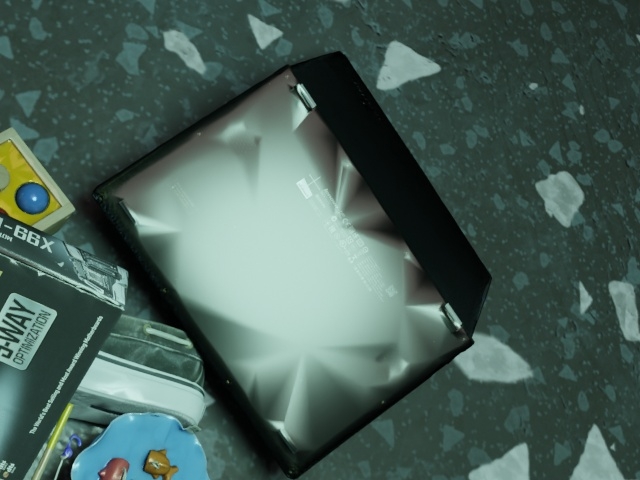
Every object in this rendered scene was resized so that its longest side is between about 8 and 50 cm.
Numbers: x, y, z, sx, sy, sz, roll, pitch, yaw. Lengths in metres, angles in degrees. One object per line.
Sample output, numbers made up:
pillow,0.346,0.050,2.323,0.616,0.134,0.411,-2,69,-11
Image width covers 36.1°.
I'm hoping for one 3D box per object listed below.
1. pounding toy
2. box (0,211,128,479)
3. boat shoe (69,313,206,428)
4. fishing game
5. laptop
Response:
pounding toy,-0.350,-0.049,1.011,0.130,0.100,0.141,-39,93,-34
box,-0.345,0.109,0.853,0.242,0.307,0.076,28,19,-19
boat shoe,-0.270,0.106,1.006,0.335,0.121,0.119,25,49,-30
fishing game,-0.172,0.263,0.969,0.264,0.041,0.189,44,62,-38
laptop,0.000,0.000,1.197,0.408,0.236,0.382,-35,94,-13
